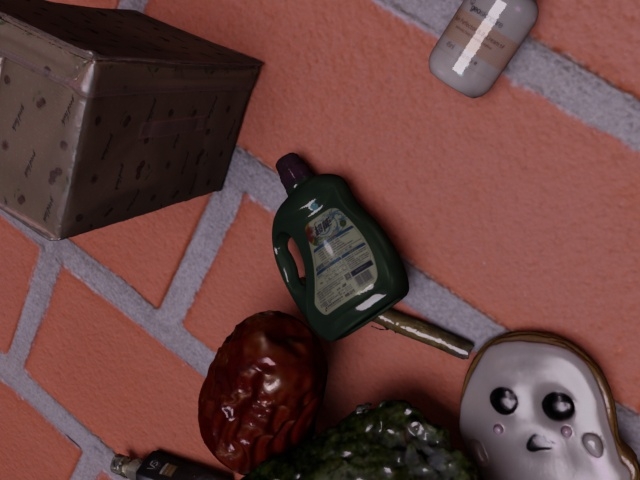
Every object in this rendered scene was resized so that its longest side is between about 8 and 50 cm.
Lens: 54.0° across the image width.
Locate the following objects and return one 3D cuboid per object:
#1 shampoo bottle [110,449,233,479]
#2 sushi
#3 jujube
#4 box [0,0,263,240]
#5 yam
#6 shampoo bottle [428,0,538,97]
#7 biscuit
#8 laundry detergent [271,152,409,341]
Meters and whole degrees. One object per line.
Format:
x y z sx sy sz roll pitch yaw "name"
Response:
-0.232 0.367 0.961 0.208 0.057 0.063 6 112 25 "shampoo bottle"
0.037 0.364 0.669 0.352 0.294 0.178 -27 129 -1 "sushi"
-0.068 0.188 0.774 0.155 0.155 0.230 34 129 13 "jujube"
-0.251 -0.154 0.708 0.225 0.297 0.190 27 112 16 "box"
0.073 0.094 0.773 0.234 0.027 0.029 20 91 19 "yam"
0.184 -0.236 0.618 0.074 0.074 0.192 38 114 12 "shampoo bottle"
0.238 0.206 0.694 0.181 0.049 0.208 -18 85 32 "biscuit"
0.000 0.000 0.748 0.144 0.078 0.221 -40 74 27 "laundry detergent"
